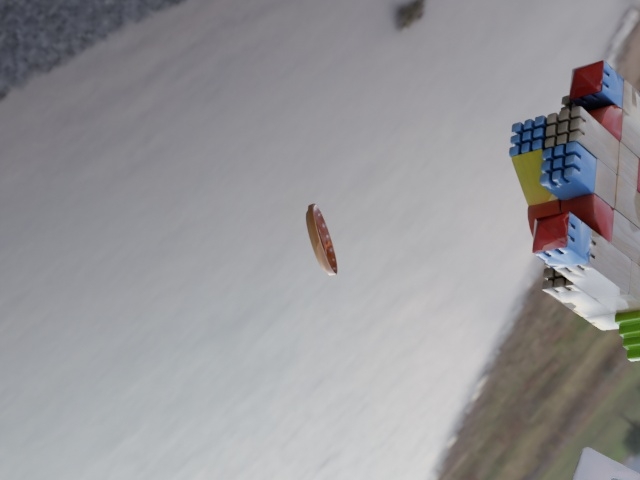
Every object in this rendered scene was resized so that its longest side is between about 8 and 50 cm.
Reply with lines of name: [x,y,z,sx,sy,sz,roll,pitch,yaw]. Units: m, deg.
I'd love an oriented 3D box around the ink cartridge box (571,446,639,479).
ink cartridge box: [0.225,0.276,1.018,0.180,0.104,0.060,-61,179,-33]

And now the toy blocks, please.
toy blocks: [0.345,-0.069,1.566,0.261,0.191,0.381,32,58,-39]

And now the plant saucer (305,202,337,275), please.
plant saucer: [0.000,0.000,1.360,0.013,0.083,0.083,-18,166,8]
